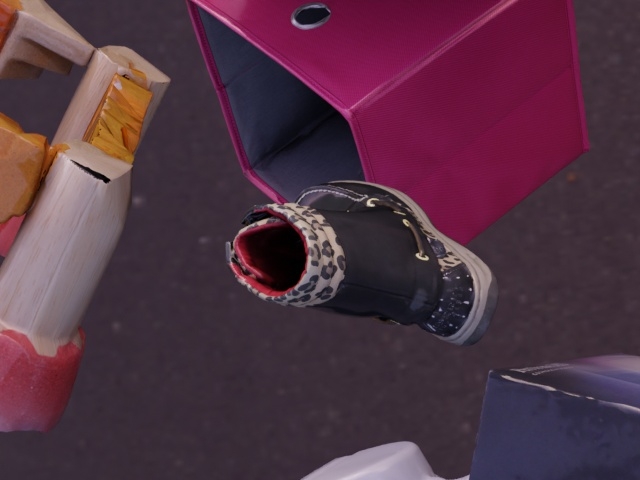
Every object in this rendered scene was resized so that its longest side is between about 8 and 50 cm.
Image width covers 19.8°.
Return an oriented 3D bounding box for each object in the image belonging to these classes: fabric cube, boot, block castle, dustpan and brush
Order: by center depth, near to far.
[{"bbox_3d":[-0.330,-0.071,1.093,0.213,0.453,0.303,-62,10,18],"label":"block castle"},{"bbox_3d":[0.001,-0.001,1.355,0.236,0.178,0.085,34,107,51],"label":"boot"},{"bbox_3d":[0.076,0.220,1.664,0.211,0.147,0.060,-21,91,33],"label":"dustpan and brush"},{"bbox_3d":[0.070,-0.157,1.738,0.254,0.258,0.259,40,159,38],"label":"fabric cube"}]

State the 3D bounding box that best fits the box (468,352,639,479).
[{"bbox_3d":[0.309,0.208,1.496,0.294,0.296,0.183,11,95,29],"label":"box"}]
